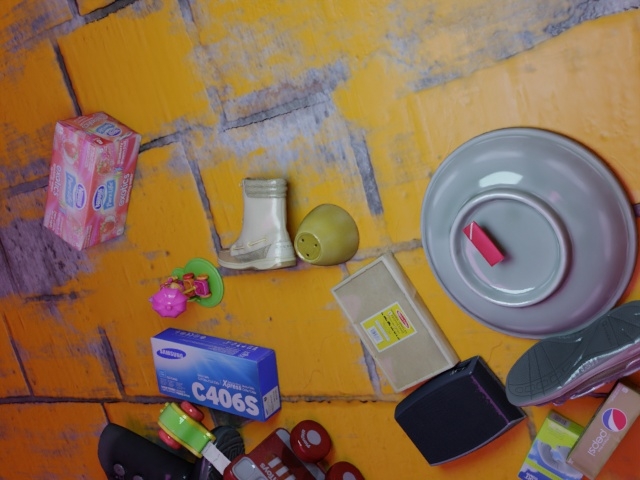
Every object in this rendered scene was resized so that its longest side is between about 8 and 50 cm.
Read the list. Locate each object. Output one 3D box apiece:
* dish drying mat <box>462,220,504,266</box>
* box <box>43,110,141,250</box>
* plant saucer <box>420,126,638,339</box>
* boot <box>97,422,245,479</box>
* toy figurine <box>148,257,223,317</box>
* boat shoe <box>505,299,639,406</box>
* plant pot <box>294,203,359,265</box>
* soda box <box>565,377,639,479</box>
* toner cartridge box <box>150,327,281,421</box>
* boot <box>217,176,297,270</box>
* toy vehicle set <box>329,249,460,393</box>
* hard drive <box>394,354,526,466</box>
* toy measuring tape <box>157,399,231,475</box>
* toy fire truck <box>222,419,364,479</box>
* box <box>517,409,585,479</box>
[{"bbox_3d":[0.283,0.006,1.311,0.083,0.008,0.032,53,126,7],"label":"dish drying mat"},{"bbox_3d":[-0.567,-0.147,1.859,0.142,0.154,0.300,32,121,21],"label":"box"},{"bbox_3d":[0.345,0.004,1.338,0.400,0.100,0.401,12,113,30],"label":"plant saucer"},{"bbox_3d":[-0.420,0.596,2.060,0.445,0.146,0.367,18,115,32],"label":"boot"},{"bbox_3d":[-0.349,0.126,1.811,0.173,0.159,0.130,4,109,33],"label":"toy figurine"},{"bbox_3d":[0.470,0.218,1.326,0.103,0.118,0.320,34,125,-25],"label":"boat shoe"},{"bbox_3d":[0.000,0.000,1.569,0.134,0.095,0.134,12,114,29],"label":"plant pot"},{"bbox_3d":[0.511,0.335,1.343,0.058,0.061,0.181,32,105,19],"label":"soda box"},{"bbox_3d":[-0.266,0.331,1.886,0.347,0.075,0.165,6,110,32],"label":"toner cartridge box"},{"bbox_3d":[-0.150,-0.037,1.658,0.262,0.095,0.204,-2,95,55],"label":"boot"},{"bbox_3d":[0.152,0.174,1.570,0.166,0.035,0.267,-34,87,37],"label":"toy vehicle set"},{"bbox_3d":[0.275,0.361,1.546,0.172,0.054,0.254,52,127,6],"label":"hard drive"},{"bbox_3d":[-0.312,0.478,1.830,0.330,0.121,0.122,27,124,49],"label":"toy measuring tape"},{"bbox_3d":[-0.056,0.581,1.726,0.302,0.254,0.169,49,127,9],"label":"toy fire truck"},{"bbox_3d":[0.458,0.428,1.457,0.109,0.042,0.178,28,120,23],"label":"box"}]
